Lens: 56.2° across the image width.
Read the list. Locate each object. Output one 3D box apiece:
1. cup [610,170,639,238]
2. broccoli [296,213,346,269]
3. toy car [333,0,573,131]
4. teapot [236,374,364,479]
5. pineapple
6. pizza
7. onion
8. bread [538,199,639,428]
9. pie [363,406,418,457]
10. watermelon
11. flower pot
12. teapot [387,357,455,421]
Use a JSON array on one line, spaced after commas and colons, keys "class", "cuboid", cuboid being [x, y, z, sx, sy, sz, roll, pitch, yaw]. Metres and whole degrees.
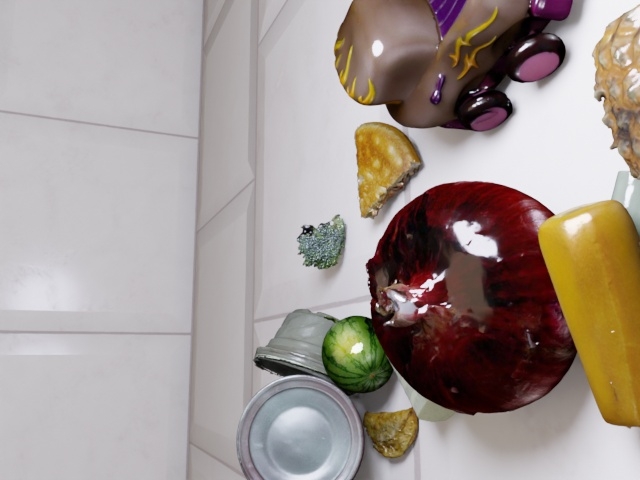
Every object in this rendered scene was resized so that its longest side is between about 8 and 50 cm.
[{"class": "cup", "cuboid": [0.343, -0.029, 0.640, 0.075, 0.054, 0.083, -157, 75, -67]}, {"class": "broccoli", "cuboid": [-0.002, 0.001, 1.420, 0.204, 0.118, 0.122, -141, 46, -82]}, {"class": "toy car", "cuboid": [0.171, -0.314, 0.862, 0.341, 0.240, 0.271, 123, 142, -54]}, {"class": "teapot", "cuboid": [-0.012, 0.441, 1.202, 0.312, 0.233, 0.315, 79, 167, -70]}, {"class": "pineapple", "cuboid": [0.348, -0.052, 0.530, 0.169, 0.169, 0.340, 151, 115, -63]}, {"class": "pizza", "cuboid": [0.120, -0.136, 1.186, 0.201, 0.053, 0.193, 52, 133, 43]}, {"class": "onion", "cuboid": [0.182, 0.070, 0.770, 0.314, 0.232, 0.314, -3, 85, 47]}, {"class": "bread", "cuboid": [0.298, 0.079, 0.608, 0.092, 0.074, 0.239, -20, 86, 26]}, {"class": "pie", "cuboid": [0.129, 0.353, 1.108, 0.170, 0.034, 0.092, -27, 59, 57]}, {"class": "watermelon", "cuboid": [0.067, 0.204, 1.148, 0.187, 0.140, 0.141, -119, 39, -58]}, {"class": "flower pot", "cuboid": [-0.017, 0.235, 1.287, 0.235, 0.235, 0.140, -33, 33, 62]}, {"class": "teapot", "cuboid": [0.166, 0.187, 0.994, 0.107, 0.077, 0.200, -66, 29, 27]}]
